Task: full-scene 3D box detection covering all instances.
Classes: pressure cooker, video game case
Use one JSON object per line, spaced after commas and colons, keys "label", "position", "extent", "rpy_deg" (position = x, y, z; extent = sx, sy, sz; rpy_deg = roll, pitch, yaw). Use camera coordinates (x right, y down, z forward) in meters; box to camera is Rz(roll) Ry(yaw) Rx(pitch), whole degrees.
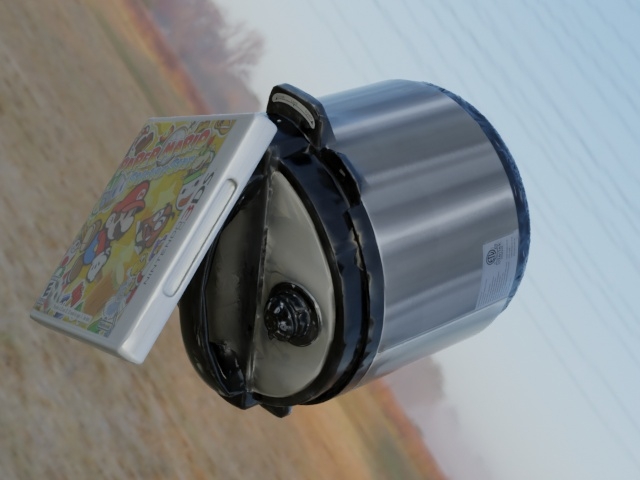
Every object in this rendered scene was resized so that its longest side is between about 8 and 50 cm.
{"label": "pressure cooker", "position": [0.004, 0.001, 1.589], "extent": [0.375, 0.420, 0.370], "rpy_deg": [-26, -95, 51]}
{"label": "video game case", "position": [-0.141, -0.010, 1.031], "extent": [0.026, 0.206, 0.227], "rpy_deg": [35, -13, -26]}
